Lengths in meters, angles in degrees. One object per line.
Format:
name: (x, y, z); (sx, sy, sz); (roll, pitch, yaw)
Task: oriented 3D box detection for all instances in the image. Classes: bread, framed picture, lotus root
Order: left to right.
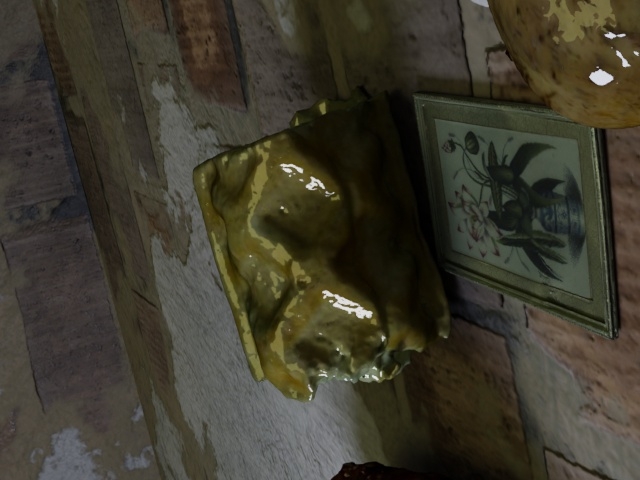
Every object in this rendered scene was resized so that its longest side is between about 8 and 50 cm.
bread: (0.002, 0.000, 0.889); (0.196, 0.238, 0.252); (-11, 102, 35)
framed picture: (0.149, -0.030, 0.762); (0.231, 0.010, 0.172); (22, 127, 61)
lotus root: (0.154, -0.153, 0.503); (0.154, 0.140, 0.256); (-53, 52, 55)

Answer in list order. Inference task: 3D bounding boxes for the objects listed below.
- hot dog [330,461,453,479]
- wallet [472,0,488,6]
hot dog: (0.079, 0.340, 0.964); (0.405, 0.185, 0.223); (-23, 87, 67)
wallet: (0.088, -0.262, 0.706); (0.183, 0.032, 0.124); (48, 147, 41)
